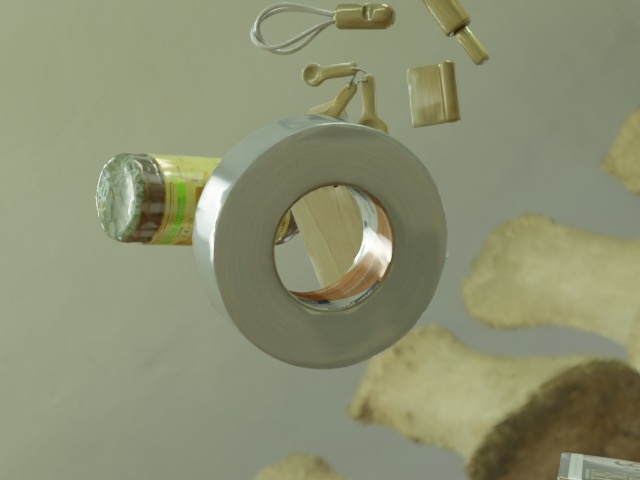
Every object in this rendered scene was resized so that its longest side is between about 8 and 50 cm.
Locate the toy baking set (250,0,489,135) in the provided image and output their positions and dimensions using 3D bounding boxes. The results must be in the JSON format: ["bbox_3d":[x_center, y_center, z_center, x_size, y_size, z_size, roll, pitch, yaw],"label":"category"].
[{"bbox_3d":[0.038,-0.206,1.408,0.197,0.256,0.030,-33,-7,16],"label":"toy baking set"}]

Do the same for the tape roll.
[{"bbox_3d":[0.000,0.000,1.280,0.219,0.072,0.219,-5,-76,-20],"label":"tape roll"}]

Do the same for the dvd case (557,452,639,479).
[{"bbox_3d":[0.337,0.234,1.369,0.221,0.018,0.164,6,1,11],"label":"dvd case"}]

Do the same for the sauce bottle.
[{"bbox_3d":[-0.099,-0.047,1.763,0.344,0.111,0.111,0,-48,-36],"label":"sauce bottle"}]

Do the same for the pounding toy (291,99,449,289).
[{"bbox_3d":[0.057,-0.059,1.542,0.094,0.206,0.181,-20,1,39],"label":"pounding toy"}]
